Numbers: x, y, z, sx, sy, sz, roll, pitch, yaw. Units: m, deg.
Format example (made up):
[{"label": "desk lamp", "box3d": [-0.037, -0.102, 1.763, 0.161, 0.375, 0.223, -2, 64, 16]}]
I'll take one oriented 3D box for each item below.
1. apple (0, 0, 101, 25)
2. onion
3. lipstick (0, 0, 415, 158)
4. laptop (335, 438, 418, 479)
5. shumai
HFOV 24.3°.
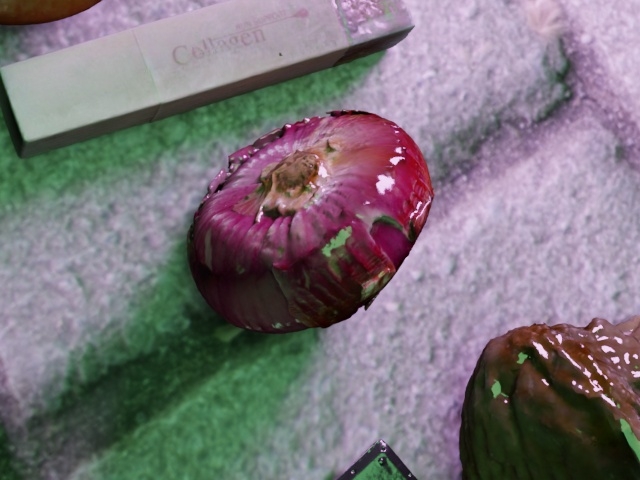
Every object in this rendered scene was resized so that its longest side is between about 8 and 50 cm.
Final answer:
[{"label": "apple", "box3d": [-0.269, -0.315, 1.249, 0.251, 0.206, 0.272, -18, 88, -13]}, {"label": "onion", "box3d": [0.000, 0.000, 1.290, 0.230, 0.230, 0.163, -36, 127, -17]}, {"label": "lipstick", "box3d": [-0.102, -0.165, 1.333, 0.371, 0.080, 0.076, -19, 87, -17]}, {"label": "laptop", "box3d": [0.033, 0.284, 1.335, 0.180, 0.016, 0.129, -42, 94, -18]}, {"label": "shumai", "box3d": [0.282, 0.196, 1.363, 0.346, 0.217, 0.283, 55, 43, -7]}]
